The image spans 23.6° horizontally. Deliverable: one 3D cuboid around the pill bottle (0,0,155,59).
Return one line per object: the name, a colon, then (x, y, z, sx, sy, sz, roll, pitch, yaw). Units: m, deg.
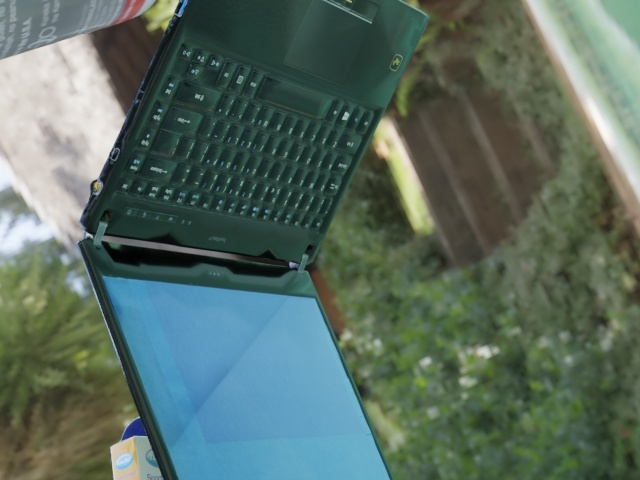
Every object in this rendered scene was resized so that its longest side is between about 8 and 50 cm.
pill bottle: (-0.244, -0.167, 0.868, 0.161, 0.283, 0.161, 41, 143, 41)

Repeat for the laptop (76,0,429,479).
laptop: (0.000, 0.000, 0.795, 0.136, 0.264, 0.234, 30, -171, 26)

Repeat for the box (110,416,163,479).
box: (-0.074, 0.164, 0.865, 0.081, 0.028, 0.136, 8, -113, -42)
